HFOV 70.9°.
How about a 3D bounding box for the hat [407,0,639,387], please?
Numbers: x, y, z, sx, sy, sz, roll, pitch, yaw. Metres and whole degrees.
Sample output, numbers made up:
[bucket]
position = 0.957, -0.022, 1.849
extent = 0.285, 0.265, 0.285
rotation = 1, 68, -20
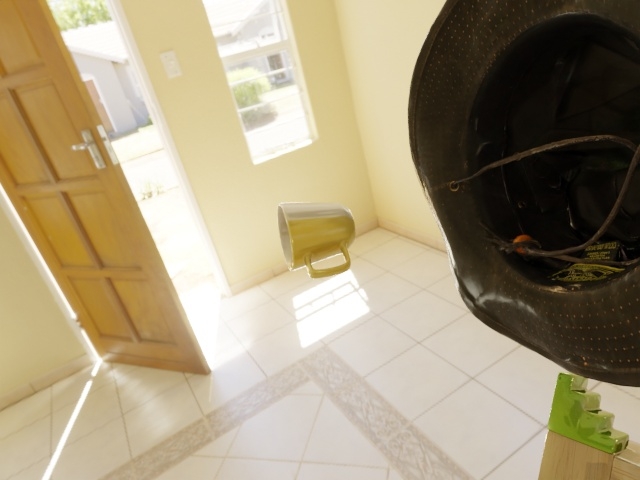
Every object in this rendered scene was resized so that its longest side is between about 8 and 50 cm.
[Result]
[hat]
position = 0.210, -0.071, 0.344
extent = 0.133, 0.331, 0.331
rotation = -11, 22, -21

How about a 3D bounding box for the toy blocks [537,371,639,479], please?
[toy blocks]
position = 0.272, 0.315, 0.294
extent = 0.190, 0.382, 0.260
rotation = 18, -7, -43

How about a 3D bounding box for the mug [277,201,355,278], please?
[mug]
position = -0.001, -0.001, 0.415
extent = 0.064, 0.078, 0.062
rotation = -10, -12, -14
